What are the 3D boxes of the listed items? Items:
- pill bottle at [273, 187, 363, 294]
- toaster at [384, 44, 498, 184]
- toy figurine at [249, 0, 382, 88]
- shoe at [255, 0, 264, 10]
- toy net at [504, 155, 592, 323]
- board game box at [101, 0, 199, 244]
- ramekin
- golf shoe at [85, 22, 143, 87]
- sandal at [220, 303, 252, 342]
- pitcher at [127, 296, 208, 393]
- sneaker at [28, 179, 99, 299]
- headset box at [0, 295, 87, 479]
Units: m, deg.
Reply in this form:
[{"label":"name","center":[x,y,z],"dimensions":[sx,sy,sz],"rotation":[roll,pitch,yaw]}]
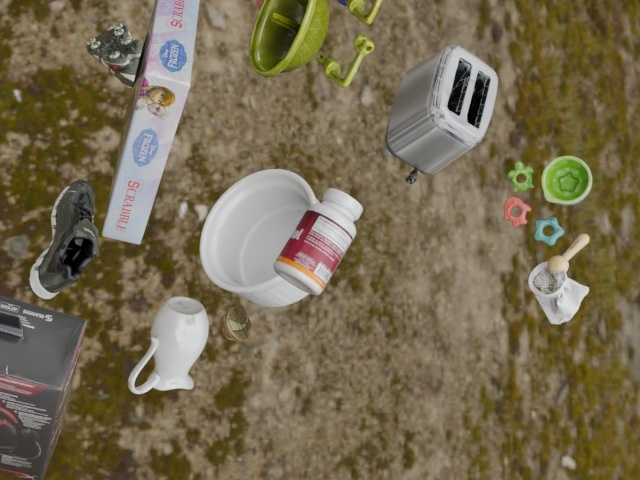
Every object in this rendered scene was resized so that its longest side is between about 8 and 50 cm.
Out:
[{"label":"pill bottle","center":[0.000,0.000,1.324],"dimensions":[0.086,0.086,0.152],"rotation":[44,72,-42]},{"label":"toaster","center":[0.200,-0.214,1.436],"dimensions":[0.129,0.146,0.227],"rotation":[30,60,-18]},{"label":"toy figurine","center":[0.084,-0.328,0.987],"dimensions":[0.217,0.191,0.363],"rotation":[9,102,-55]},{"label":"shoe","center":[-0.074,-0.439,1.524],"dimensions":[0.063,0.178,0.081],"rotation":[-26,72,-20]},{"label":"toy net","center":[0.316,0.000,1.214],"dimensions":[0.045,0.122,0.232],"rotation":[17,74,-71]},{"label":"board game box","center":[-0.259,-0.216,1.341],"dimensions":[0.065,0.319,0.318],"rotation":[13,42,-16]},{"label":"ramekin","center":[-0.101,0.003,1.799],"dimensions":[0.135,0.277,0.277],"rotation":[43,51,-51]},{"label":"golf shoe","center":[-0.443,-0.400,1.926],"dimensions":[0.105,0.273,0.120],"rotation":[-32,126,-7]},{"label":"sandal","center":[-0.177,0.170,1.755],"dimensions":[0.180,0.049,0.072],"rotation":[-63,131,-86]},{"label":"pitcher","center":[-0.338,0.238,1.915],"dimensions":[0.177,0.125,0.207],"rotation":[-12,124,-50]},{"label":"sneaker","center":[-0.417,-0.010,1.490],"dimensions":[0.078,0.106,0.234],"rotation":[43,45,-40]},{"label":"headset box","center":[-0.426,0.173,1.090],"dimensions":[0.218,0.293,0.110],"rotation":[17,47,-9]}]
